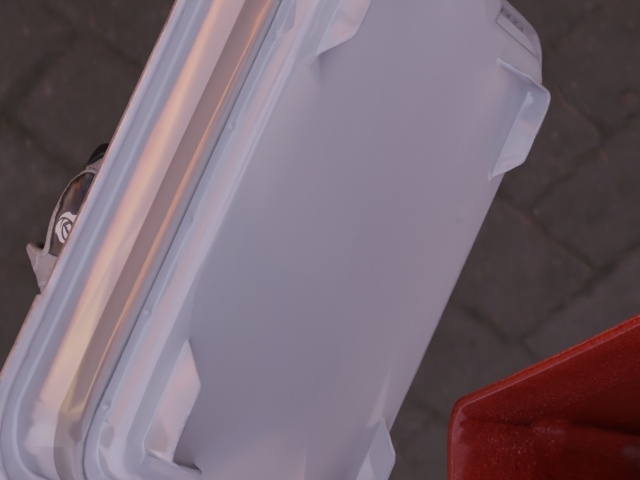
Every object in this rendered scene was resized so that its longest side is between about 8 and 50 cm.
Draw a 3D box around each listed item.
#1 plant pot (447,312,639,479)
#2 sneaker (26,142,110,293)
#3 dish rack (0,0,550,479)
[{"bbox_3d":[0.213,0.190,0.879,0.236,0.267,0.267,6,164,-16],"label":"plant pot"},{"bbox_3d":[-0.097,-0.017,1.322,0.229,0.086,0.132,-25,85,7],"label":"sneaker"},{"bbox_3d":[0.000,0.000,0.950,0.285,0.072,0.333,28,84,-57],"label":"dish rack"}]
